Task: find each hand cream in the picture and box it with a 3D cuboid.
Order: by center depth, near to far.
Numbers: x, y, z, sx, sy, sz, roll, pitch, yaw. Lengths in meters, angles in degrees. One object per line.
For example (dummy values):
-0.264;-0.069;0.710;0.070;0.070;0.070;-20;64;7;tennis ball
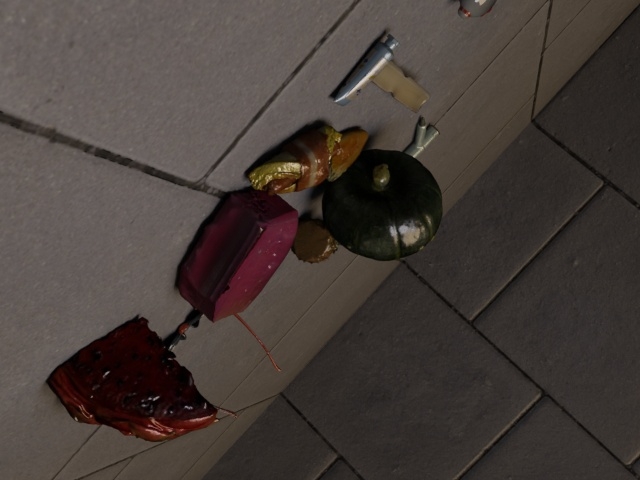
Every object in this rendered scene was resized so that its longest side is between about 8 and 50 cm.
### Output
0.092;-0.335;1.336;0.170;0.043;0.065;-48;166;17;hand cream

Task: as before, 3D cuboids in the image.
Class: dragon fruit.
-0.413;0.375;1.430;0.228;0.286;0.329;-38;173;-42;dragon fruit

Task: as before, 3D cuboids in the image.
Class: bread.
0.066;-0.214;1.578;0.136;0.054;0.154;-44;168;-22;bread

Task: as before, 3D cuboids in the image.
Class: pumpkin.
0.154;-0.094;1.653;0.300;0.300;0.207;-40;152;-23;pumpkin

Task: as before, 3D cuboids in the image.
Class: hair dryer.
0.283;-0.304;1.983;0.155;0.044;0.183;-47;161;-2;hair dryer

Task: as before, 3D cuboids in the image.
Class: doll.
0.333;-0.542;1.403;0.142;0.076;0.245;-46;162;3;doll

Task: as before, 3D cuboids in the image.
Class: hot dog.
-0.032;-0.155;1.370;0.261;0.093;0.123;-39;163;-28;hot dog

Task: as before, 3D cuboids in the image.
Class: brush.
0.170;-0.357;1.509;0.060;0.050;0.321;-48;158;16;brush

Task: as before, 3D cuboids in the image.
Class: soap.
-0.179;0.039;1.422;0.324;0.127;0.220;-53;162;26;soap

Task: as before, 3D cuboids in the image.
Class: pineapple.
0.001;0.001;1.836;0.128;0.128;0.248;-49;170;11;pineapple

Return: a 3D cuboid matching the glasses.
-0.247;0.301;1.672;0.234;0.268;0.118;-48;-176;-3;glasses
